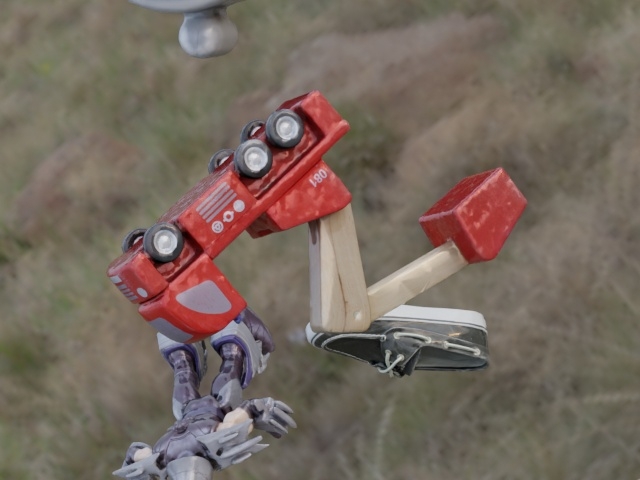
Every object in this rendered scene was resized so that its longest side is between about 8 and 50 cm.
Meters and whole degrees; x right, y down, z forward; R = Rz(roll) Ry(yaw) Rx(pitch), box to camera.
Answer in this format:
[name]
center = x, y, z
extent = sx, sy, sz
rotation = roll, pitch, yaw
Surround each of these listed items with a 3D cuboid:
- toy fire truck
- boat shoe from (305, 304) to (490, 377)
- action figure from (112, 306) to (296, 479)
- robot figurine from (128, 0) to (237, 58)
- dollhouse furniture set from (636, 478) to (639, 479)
[toy fire truck]
center = 0.000, 0.000, 0.903
extent = 0.192, 0.135, 0.047
rotation = -45, 12, -19
[boat shoe]
center = 0.093, 0.120, 2.050
extent = 0.078, 0.219, 0.070
rotation = 110, 157, -56
[action figure]
center = -0.113, 0.174, 1.783
extent = 0.185, 0.099, 0.285
rotation = -13, 34, 13
[robot figurine]
center = -0.120, -0.327, 1.714
extent = 0.200, 0.300, 0.353
rotation = 0, 9, 10
[dollhouse furniture set]
center = 0.313, 0.206, 1.389
extent = 0.182, 0.101, 0.161
rotation = -50, -19, 18
